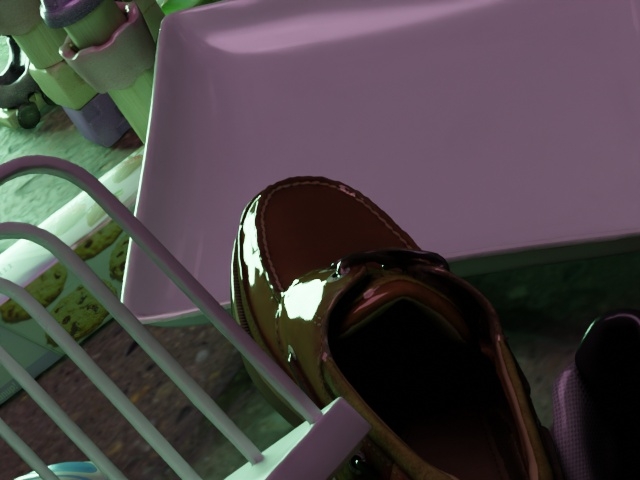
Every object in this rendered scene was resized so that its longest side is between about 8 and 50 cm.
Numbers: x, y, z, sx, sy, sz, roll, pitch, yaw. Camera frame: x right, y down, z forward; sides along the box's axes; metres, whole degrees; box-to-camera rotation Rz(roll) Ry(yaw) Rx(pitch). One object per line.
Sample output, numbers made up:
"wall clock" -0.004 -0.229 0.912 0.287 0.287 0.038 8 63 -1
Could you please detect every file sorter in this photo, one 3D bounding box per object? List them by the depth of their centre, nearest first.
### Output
"file sorter" -0.147 0.118 0.718 0.193 0.173 0.278 -44 0 -32

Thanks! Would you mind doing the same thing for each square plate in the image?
"square plate" 0.064 -0.071 1.023 0.344 0.049 0.347 -10 35 6

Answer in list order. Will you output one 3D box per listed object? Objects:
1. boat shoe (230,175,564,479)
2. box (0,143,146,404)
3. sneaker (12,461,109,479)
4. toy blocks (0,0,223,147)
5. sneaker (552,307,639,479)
"boat shoe" 0.038 0.051 0.752 0.111 0.104 0.307 -11 40 -17
"box" -0.179 0.032 1.158 0.324 0.067 0.063 -37 31 -8
"sneaker" -0.202 0.198 0.948 0.237 0.085 0.086 -30 5 13
"toy blocks" -0.168 -0.252 1.352 0.288 0.260 0.309 -46 33 -19
"sneaker" 0.164 0.057 0.739 0.086 0.132 0.228 -7 40 36
